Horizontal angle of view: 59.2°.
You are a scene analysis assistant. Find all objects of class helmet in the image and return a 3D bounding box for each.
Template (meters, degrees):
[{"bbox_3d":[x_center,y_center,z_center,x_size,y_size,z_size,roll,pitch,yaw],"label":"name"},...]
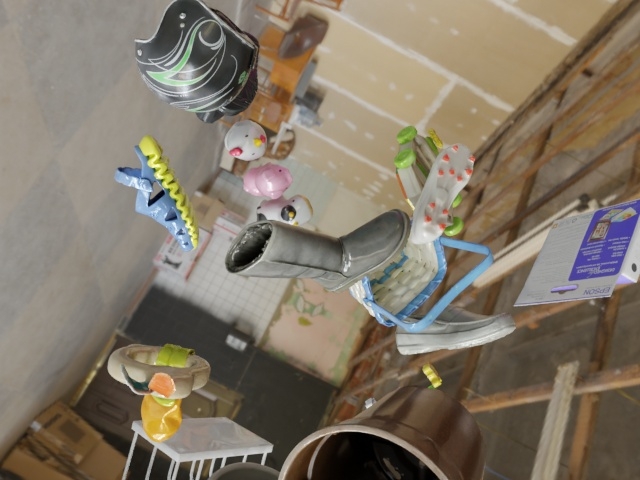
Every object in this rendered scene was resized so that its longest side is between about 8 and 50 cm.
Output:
[{"bbox_3d":[-0.198,-0.282,0.880,0.161,0.169,0.169,-48,-172,14],"label":"helmet"}]

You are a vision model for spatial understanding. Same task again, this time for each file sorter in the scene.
[{"bbox_3d":[-0.292,0.535,1.326,0.193,0.278,0.173,12,-93,42],"label":"file sorter"}]

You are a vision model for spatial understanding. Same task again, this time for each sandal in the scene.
[{"bbox_3d":[-0.420,-0.107,1.463,0.138,0.317,0.126,-26,-164,-4],"label":"sandal"}]

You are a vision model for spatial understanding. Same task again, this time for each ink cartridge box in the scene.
[{"bbox_3d":[0.456,0.034,0.973,0.208,0.045,0.206,-55,-166,-23],"label":"ink cartridge box"}]

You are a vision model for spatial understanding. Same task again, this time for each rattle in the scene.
[{"bbox_3d":[-0.205,0.200,0.676,0.142,0.130,0.200,-63,-161,-4],"label":"rattle"}]

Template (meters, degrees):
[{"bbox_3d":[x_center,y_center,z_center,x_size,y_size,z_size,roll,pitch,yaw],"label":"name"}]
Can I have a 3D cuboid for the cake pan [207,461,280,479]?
[{"bbox_3d":[-0.089,0.506,0.926,0.054,0.293,0.293,-52,-173,18],"label":"cake pan"}]

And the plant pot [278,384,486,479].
[{"bbox_3d":[0.071,0.216,0.509,0.167,0.167,0.165,-61,161,18],"label":"plant pot"}]

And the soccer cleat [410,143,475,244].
[{"bbox_3d":[0.196,-0.080,0.935,0.196,0.068,0.076,-62,-173,-25],"label":"soccer cleat"}]

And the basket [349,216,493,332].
[{"bbox_3d":[0.198,0.067,1.239,0.255,0.201,0.289,-37,-152,-20],"label":"basket"}]

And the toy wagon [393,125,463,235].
[{"bbox_3d":[0.289,-0.180,1.512,0.068,0.267,0.344,-25,-149,28],"label":"toy wagon"}]

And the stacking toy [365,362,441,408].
[{"bbox_3d":[0.160,0.324,1.136,0.167,0.052,0.221,-36,171,10],"label":"stacking toy"}]

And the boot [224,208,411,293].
[{"bbox_3d":[0.001,0.001,0.769,0.189,0.209,0.076,-44,-133,21],"label":"boot"}]

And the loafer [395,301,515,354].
[{"bbox_3d":[0.292,0.192,1.290,0.320,0.112,0.111,-20,-105,46],"label":"loafer"}]

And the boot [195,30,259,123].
[{"bbox_3d":[-0.220,-0.323,1.265,0.207,0.094,0.246,-42,-146,48],"label":"boot"}]

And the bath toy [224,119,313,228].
[{"bbox_3d":[-0.124,-0.126,1.378,0.152,0.348,0.129,-18,-156,16],"label":"bath toy"}]
